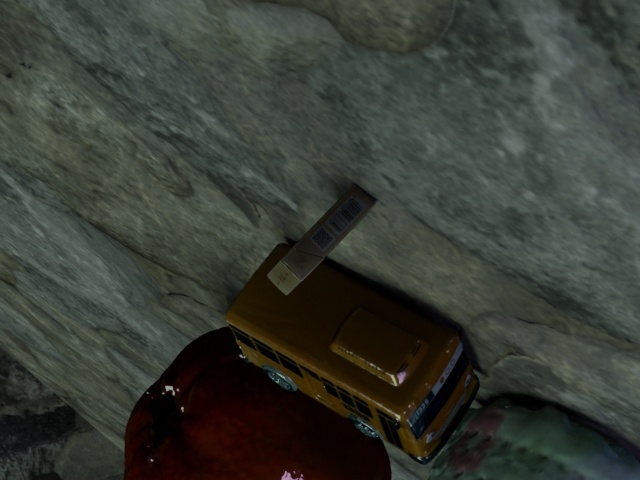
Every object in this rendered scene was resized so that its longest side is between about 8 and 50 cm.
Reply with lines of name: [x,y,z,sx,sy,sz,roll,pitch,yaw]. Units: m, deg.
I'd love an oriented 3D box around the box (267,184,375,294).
box: [0.000,0.000,0.926,0.024,0.083,0.053,42,161,0]

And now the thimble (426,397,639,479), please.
thimble: [0.181,0.237,1.082,0.211,0.149,0.185,23,159,33]

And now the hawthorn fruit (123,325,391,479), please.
hawthorn fruit: [-0.051,0.232,1.315,0.307,0.265,0.265,26,169,-36]

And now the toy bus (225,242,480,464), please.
toy bus: [0.028,0.092,1.076,0.201,0.098,0.114,28,159,26]
